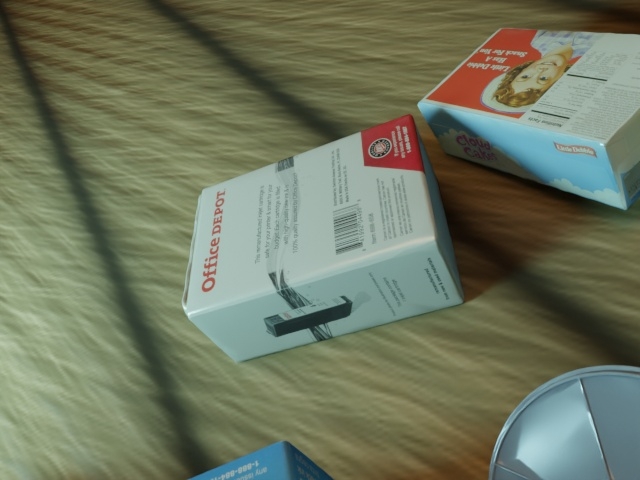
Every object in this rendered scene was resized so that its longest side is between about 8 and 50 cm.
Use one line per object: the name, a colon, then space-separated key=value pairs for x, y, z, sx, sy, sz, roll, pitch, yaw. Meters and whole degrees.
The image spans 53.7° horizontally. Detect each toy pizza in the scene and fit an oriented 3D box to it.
toy pizza: x=0.207 y=0.185 z=0.421 sx=0.201 sy=0.032 sz=0.201 roll=-11 pitch=74 yaw=43

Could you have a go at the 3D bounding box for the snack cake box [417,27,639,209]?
snack cake box: x=0.253 y=-0.145 z=0.685 sx=0.152 sy=0.089 sz=0.264 roll=-44 pitch=35 yaw=-9

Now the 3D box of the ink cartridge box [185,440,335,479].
ink cartridge box: x=-0.070 y=0.333 z=0.427 sx=0.223 sy=0.129 sz=0.307 roll=-25 pitch=43 yaw=9

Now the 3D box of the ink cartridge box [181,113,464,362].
ink cartridge box: x=0.000 y=0.000 z=0.707 sx=0.273 sy=0.114 sz=0.197 roll=-17 pitch=45 yaw=16
